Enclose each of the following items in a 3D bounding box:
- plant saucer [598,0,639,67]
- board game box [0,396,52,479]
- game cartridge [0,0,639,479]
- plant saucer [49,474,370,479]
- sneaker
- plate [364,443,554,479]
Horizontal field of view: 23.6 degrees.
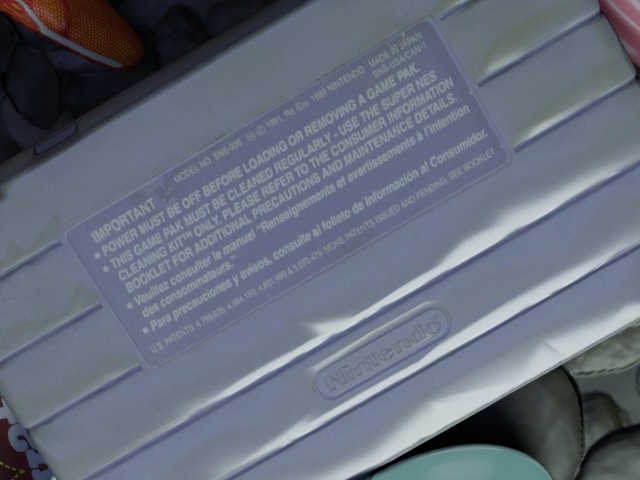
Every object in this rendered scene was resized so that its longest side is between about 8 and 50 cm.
[{"bbox_3d":[0.250,-0.219,0.733,0.332,0.084,0.332,1,103,6],"label":"plant saucer"},{"bbox_3d":[-0.122,0.124,0.886,0.145,0.027,0.281,-12,102,10],"label":"board game box"},{"bbox_3d":[0.000,0.000,0.774,0.355,0.068,0.230,-30,97,5],"label":"game cartridge"},{"bbox_3d":[-0.060,0.168,0.855,0.195,0.037,0.195,0,101,-1],"label":"plant saucer"},{"bbox_3d":[-0.155,-0.157,0.803,0.175,0.064,0.067,43,97,-7],"label":"sneaker"},{"bbox_3d":[0.054,0.189,0.827,0.188,0.024,0.188,-16,130,-19],"label":"plate"}]
